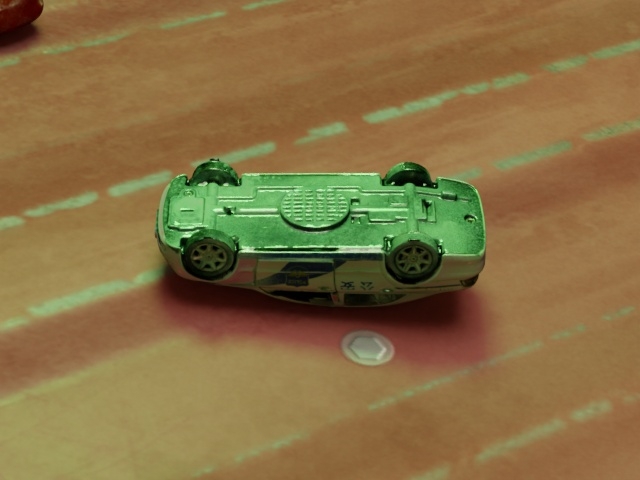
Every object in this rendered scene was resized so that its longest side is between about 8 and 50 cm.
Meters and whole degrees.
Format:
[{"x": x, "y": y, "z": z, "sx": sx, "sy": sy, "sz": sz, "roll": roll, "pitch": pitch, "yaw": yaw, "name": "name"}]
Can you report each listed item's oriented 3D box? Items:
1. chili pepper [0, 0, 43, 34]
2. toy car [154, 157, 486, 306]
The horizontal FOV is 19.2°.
[{"x": -0.277, "y": -0.189, "z": 1.470, "sx": 0.123, "sy": 0.073, "sz": 0.070, "roll": -13, "pitch": 86, "yaw": -24, "name": "chili pepper"}, {"x": 0.000, "y": 0.000, "z": 1.292, "sx": 0.224, "sy": 0.076, "sz": 0.090, "roll": 1, "pitch": 40, "yaw": -1, "name": "toy car"}]
